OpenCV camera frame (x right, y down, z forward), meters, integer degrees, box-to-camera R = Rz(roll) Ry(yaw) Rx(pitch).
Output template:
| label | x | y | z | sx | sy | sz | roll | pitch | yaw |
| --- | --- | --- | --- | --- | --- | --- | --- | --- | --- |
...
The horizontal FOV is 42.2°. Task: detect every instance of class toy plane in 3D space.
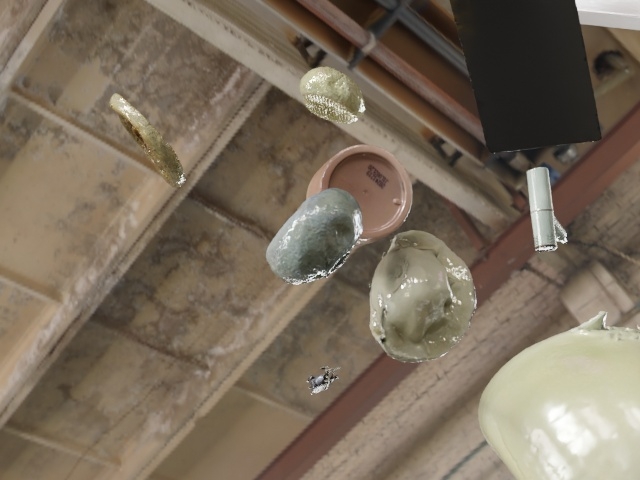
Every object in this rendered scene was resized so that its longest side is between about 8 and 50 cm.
| label | x | y | z | sx | sy | sz | roll | pitch | yaw |
| --- | --- | --- | --- | --- | --- | --- | --- | --- | --- |
| toy plane | 0.005 | 0.277 | 1.645 | 0.049 | 0.031 | 0.121 | -9 | -26 | -19 |

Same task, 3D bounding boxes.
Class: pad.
| label | x | y | z | sx | sy | sz | roll | pitch | yaw |
| --- | --- | --- | --- | --- | --- | --- | --- | --- | --- |
| pad | 0.257 | -0.240 | 1.056 | 0.159 | 0.009 | 0.265 | -2 | -62 | 36 |

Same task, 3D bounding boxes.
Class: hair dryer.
| label | x | y | z | sx | sy | sz | roll | pitch | yaw |
| --- | --- | --- | --- | --- | --- | --- | --- | --- | --- |
| hair dryer | 0.444 | -0.046 | 1.599 | 0.044 | 0.155 | 0.183 | -8 | -14 | 28 |

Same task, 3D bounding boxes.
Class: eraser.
| label | x | y | z | sx | sy | sz | roll | pitch | yaw |
| --- | --- | --- | --- | --- | --- | --- | --- | --- | --- |
| eraser | 0.555 | -0.413 | 1.442 | 0.078 | 0.298 | 0.076 | 15 | -83 | -43 |

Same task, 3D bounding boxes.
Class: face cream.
| label | x | y | z | sx | sy | sz | roll | pitch | yaw |
| --- | --- | --- | --- | --- | --- | --- | --- | --- | --- |
| face cream | 0.059 | -0.068 | 1.306 | 0.149 | 0.104 | 0.149 | 2 | -97 | -13 |

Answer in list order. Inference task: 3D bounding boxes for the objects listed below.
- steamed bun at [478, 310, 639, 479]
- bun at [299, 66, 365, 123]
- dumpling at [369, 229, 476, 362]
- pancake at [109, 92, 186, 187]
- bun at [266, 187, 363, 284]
| label | x | y | z | sx | sy | sz | roll | pitch | yaw |
| --- | --- | --- | --- | --- | --- | --- | --- | --- | --- |
| steamed bun | 0.349 | 0.251 | 0.897 | 0.233 | 0.312 | 0.334 | -39 | -44 | 1 |
| bun | 0.022 | -0.240 | 1.345 | 0.115 | 0.115 | 0.069 | 33 | -105 | -35 |
| dumpling | 0.170 | 0.087 | 1.349 | 0.172 | 0.247 | 0.142 | 16 | -32 | -5 |
| pancake | -0.222 | -0.126 | 1.073 | 0.025 | 0.151 | 0.152 | -42 | -49 | -11 |
| bun | 0.000 | 0.000 | 0.585 | 0.083 | 0.045 | 0.083 | -42 | -12 | -11 |
